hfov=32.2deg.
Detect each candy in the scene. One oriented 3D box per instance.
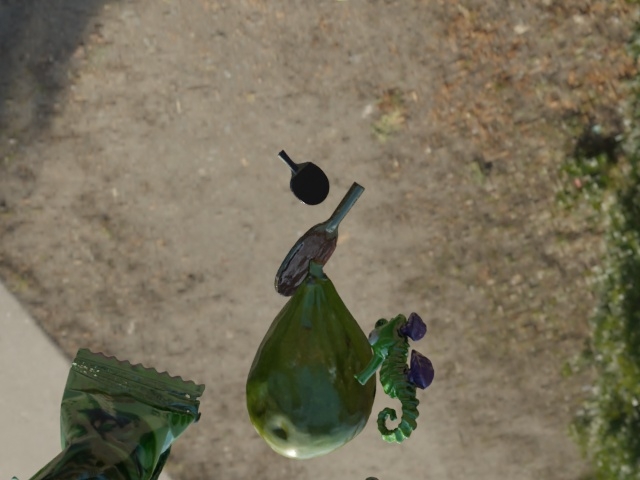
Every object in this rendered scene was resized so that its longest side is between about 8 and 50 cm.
[{"bbox_3d":[-0.362,0.353,1.944,0.263,0.397,0.172,24,131,-8],"label":"candy"}]

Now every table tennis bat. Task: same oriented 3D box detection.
[{"bbox_3d":[0.000,0.000,1.902,0.234,0.022,0.131,-55,153,4],"label":"table tennis bat"},{"bbox_3d":[-0.023,-0.080,1.388,0.083,0.050,0.007,46,163,-15],"label":"table tennis bat"}]

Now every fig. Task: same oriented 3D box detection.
[{"bbox_3d":[0.006,0.210,1.872,0.233,0.233,0.314,18,111,-36],"label":"fig"}]

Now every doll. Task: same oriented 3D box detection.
[{"bbox_3d":[0.095,0.173,1.433,0.050,0.190,0.115,29,125,-34],"label":"doll"}]

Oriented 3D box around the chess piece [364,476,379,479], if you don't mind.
[{"bbox_3d":[0.043,0.450,1.621,0.139,0.271,0.139,10,126,14],"label":"chess piece"}]
